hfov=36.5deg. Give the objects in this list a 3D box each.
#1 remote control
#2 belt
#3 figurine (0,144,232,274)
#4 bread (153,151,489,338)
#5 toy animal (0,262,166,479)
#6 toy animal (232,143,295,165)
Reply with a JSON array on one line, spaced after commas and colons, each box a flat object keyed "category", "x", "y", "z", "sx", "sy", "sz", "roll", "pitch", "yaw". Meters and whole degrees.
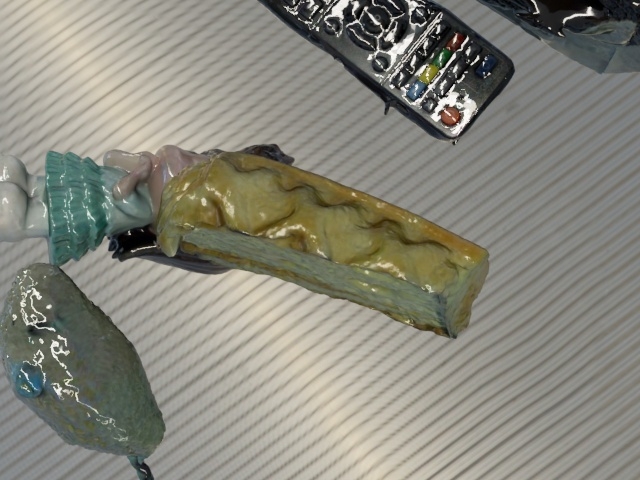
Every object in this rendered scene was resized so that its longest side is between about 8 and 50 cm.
[{"category": "remote control", "x": 0.044, "y": -0.273, "z": 1.187, "sx": 0.399, "sy": 0.062, "sz": 0.144, "roll": 40, "pitch": 91, "yaw": 11}, {"category": "belt", "x": 0.224, "y": -0.260, "z": 0.884, "sx": 0.289, "sy": 0.184, "sz": 0.164, "roll": 32, "pitch": 77, "yaw": 3}, {"category": "figurine", "x": -0.159, "y": -0.023, "z": 0.832, "sx": 0.245, "sy": 0.110, "sz": 0.138, "roll": 1, "pitch": 43, "yaw": -18}, {"category": "bread", "x": 0.000, "y": 0.000, "z": 0.673, "sx": 0.232, "sy": 0.128, "sz": 0.088, "roll": 16, "pitch": 80, "yaw": 12}, {"category": "toy animal", "x": -0.134, "y": 0.132, "z": 0.609, "sx": 0.079, "sy": 0.070, "sz": 0.253, "roll": -21, "pitch": 97, "yaw": -13}, {"category": "toy animal", "x": -0.150, "y": -0.058, "z": 1.148, "sx": 0.157, "sy": 0.312, "sz": 0.097, "roll": -20, "pitch": 91, "yaw": 34}]
